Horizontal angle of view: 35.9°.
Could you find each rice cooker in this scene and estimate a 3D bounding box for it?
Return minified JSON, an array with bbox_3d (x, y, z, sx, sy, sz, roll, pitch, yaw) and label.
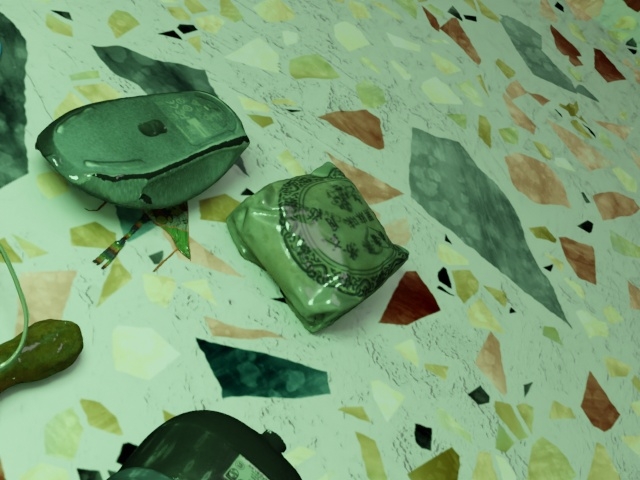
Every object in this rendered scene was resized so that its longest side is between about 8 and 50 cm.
[{"bbox_3d":[-0.141,0.338,1.152,0.267,0.267,0.224,42,45,1],"label":"rice cooker"}]

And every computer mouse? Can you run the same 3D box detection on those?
[{"bbox_3d":[-0.277,-0.135,1.557,0.374,0.114,0.203,-19,59,-43],"label":"computer mouse"}]

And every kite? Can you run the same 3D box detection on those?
[{"bbox_3d":[-0.282,-0.030,1.548,0.198,0.006,0.244,43,41,2],"label":"kite"}]

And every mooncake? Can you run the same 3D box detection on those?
[{"bbox_3d":[0.004,-0.003,1.646,0.250,0.136,0.254,52,42,7],"label":"mooncake"}]

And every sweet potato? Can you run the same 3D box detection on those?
[{"bbox_3d":[-0.392,0.167,1.256,0.081,0.062,0.233,44,44,2],"label":"sweet potato"}]

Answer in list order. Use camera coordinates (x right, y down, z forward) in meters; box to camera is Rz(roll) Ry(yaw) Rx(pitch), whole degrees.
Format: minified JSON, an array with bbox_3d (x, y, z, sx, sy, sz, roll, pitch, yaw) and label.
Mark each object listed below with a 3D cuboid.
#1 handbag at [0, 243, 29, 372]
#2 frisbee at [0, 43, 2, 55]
[{"bbox_3d":[-0.480,0.070,1.220,0.219,0.079,0.256,-10,60,-22],"label":"handbag"},{"bbox_3d":[-0.616,-0.340,1.540,0.242,0.045,0.242,20,44,-21],"label":"frisbee"}]
